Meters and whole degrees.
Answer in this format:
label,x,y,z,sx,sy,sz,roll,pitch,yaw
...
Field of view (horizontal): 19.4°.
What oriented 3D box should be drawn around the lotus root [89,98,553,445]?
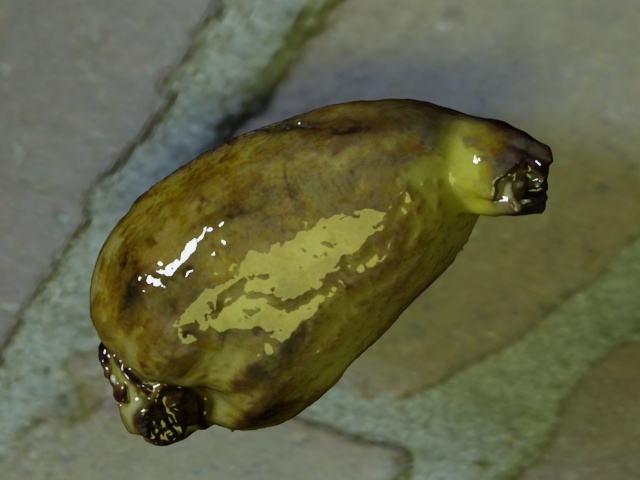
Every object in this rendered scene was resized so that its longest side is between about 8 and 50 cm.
label,x,y,z,sx,sy,sz,roll,pitch,yaw
lotus root,0.000,0.000,0.689,0.191,0.094,0.108,-35,146,21
